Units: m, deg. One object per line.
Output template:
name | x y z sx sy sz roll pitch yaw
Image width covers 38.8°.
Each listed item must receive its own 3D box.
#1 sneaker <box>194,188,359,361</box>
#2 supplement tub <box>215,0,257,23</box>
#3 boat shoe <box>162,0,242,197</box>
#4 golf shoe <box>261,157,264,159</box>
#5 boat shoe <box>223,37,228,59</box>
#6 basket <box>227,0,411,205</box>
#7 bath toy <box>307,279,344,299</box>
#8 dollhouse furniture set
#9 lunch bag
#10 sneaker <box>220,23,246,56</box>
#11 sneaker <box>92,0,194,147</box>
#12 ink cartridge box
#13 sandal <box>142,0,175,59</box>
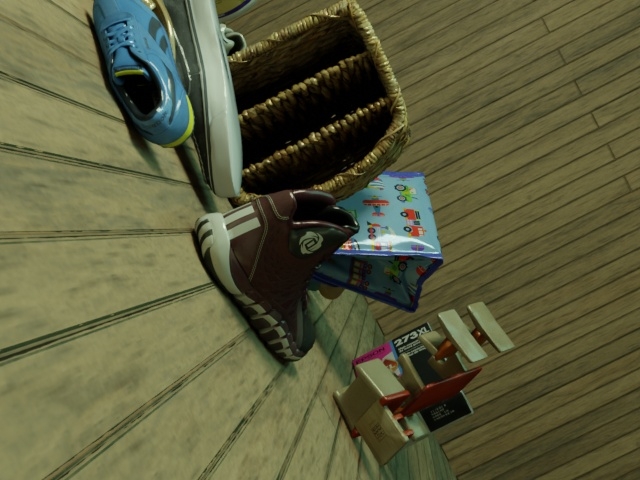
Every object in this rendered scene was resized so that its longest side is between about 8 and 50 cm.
sneaker | -0.017 0.037 1.054 0.106 0.162 0.281 66 5 35
supplement tub | -0.234 -0.559 1.612 0.241 0.241 0.331 64 5 18
boat shoe | -0.166 -0.194 1.154 0.108 0.102 0.301 61 18 -83
golf shoe | -0.147 -0.220 1.685 0.120 0.105 0.273 41 10 -32
boat shoe | -0.215 -0.302 1.305 0.258 0.109 0.089 43 -19 49
basket | -0.025 -0.172 1.352 0.223 0.299 0.213 57 9 -74
bath toy | 0.000 0.000 1.739 0.348 0.129 0.151 -106 170 -72
dollhouse furniture set | 0.156 0.244 1.413 0.259 0.262 0.135 -9 54 -45
lunch bag | 0.032 -0.026 1.505 0.221 0.293 0.138 -95 -159 -48
sneaker | -0.175 -0.305 1.551 0.099 0.121 0.262 63 4 -3
sneaker | -0.198 -0.198 0.967 0.209 0.069 0.082 64 8 19
ink cartridge box | 0.163 0.261 1.753 0.069 0.176 0.371 61 4 -18
sandal | -0.235 -0.284 1.091 0.079 0.088 0.240 4 72 -40
